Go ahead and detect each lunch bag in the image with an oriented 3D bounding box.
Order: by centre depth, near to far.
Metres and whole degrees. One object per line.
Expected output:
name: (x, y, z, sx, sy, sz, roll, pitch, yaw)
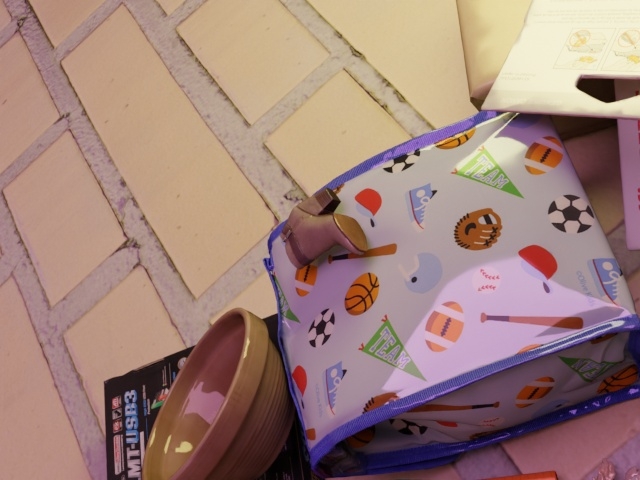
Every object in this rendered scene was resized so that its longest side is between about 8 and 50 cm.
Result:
lunch bag: (0.136, 0.068, 1.092, 0.386, 0.239, 0.327, -22, 54, 11)

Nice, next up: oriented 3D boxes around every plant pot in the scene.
plant pot: (-0.105, 0.206, 1.123, 0.237, 0.110, 0.237, -50, 21, 27)

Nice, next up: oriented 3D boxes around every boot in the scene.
boot: (0.000, 0.000, 1.066, 0.087, 0.042, 0.118, -48, 43, 22)

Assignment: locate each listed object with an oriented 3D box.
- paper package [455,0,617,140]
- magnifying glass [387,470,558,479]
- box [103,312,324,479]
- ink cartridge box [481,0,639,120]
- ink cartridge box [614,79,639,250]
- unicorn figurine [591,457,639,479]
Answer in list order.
paper package: (0.339, -0.313, 1.230, 0.310, 0.168, 0.324, -17, 56, 23)
magnifying glass: (0.148, 0.284, 1.060, 0.231, 0.092, 0.026, -13, 53, 14)
box: (-0.146, 0.277, 1.249, 0.293, 0.073, 0.295, -24, 54, 19)
ink cartridge box: (0.349, -0.218, 0.995, 0.296, 0.066, 0.261, 12, 69, 43)
ink cartridge box: (0.462, -0.094, 1.006, 0.273, 0.114, 0.196, -4, 91, 32)
unicorn figurine: (0.331, 0.296, 0.953, 0.111, 0.060, 0.162, -54, 33, -5)
